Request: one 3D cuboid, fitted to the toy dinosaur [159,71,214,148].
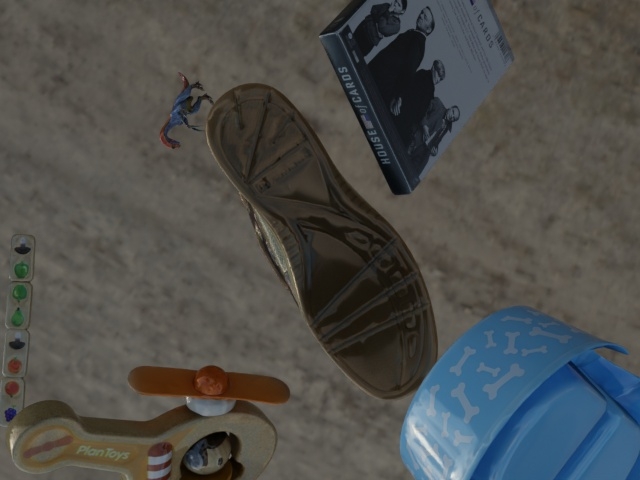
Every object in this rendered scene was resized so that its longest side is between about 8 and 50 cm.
[{"bbox_3d":[-0.161,-0.144,1.565,0.090,0.082,0.047,32,159,49],"label":"toy dinosaur"}]

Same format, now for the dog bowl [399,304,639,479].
[{"bbox_3d":[0.154,0.138,0.947,0.074,0.166,0.297,39,-178,33],"label":"dog bowl"}]

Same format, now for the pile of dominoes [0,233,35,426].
[{"bbox_3d":[-0.445,0.092,1.602,0.195,0.251,0.040,2,168,-5],"label":"pile of dominoes"}]

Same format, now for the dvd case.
[{"bbox_3d":[0.100,-0.185,1.306,0.029,0.239,0.179,-3,126,39],"label":"dvd case"}]

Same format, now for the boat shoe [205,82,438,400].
[{"bbox_3d":[0.000,0.000,1.335,0.342,0.123,0.123,55,176,-5],"label":"boat shoe"}]

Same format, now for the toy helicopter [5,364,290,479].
[{"bbox_3d":[-0.189,0.226,1.534,0.355,0.140,0.235,16,117,-43],"label":"toy helicopter"}]
